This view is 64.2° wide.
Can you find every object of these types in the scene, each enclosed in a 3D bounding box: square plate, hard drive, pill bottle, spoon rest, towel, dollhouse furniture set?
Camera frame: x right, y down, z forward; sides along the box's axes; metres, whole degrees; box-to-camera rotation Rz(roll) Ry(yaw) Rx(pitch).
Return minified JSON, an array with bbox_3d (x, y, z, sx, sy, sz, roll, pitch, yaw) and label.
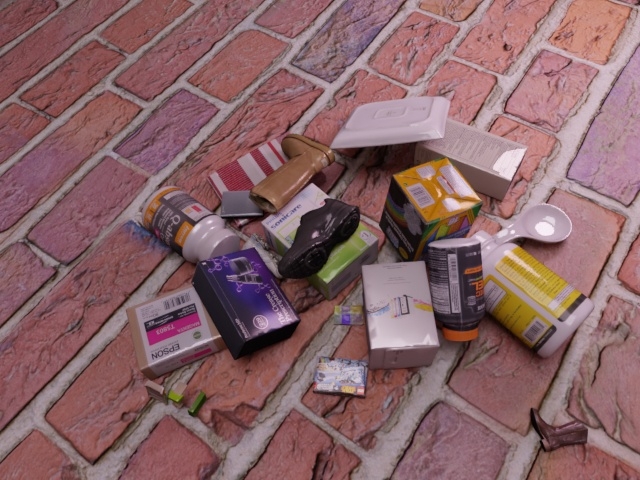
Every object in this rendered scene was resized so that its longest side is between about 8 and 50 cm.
[{"bbox_3d":[0.227,-0.387,1.626,0.344,0.049,0.347,-2,31,20],"label":"square plate"},{"bbox_3d":[-0.244,-0.113,1.605,0.135,0.022,0.094,-2,63,4],"label":"hard drive"},{"bbox_3d":[0.341,0.123,1.274,0.130,0.130,0.245,-6,97,1],"label":"pill bottle"},{"bbox_3d":[-0.384,-0.033,1.519,0.278,0.162,0.162,33,67,22],"label":"pill bottle"},{"bbox_3d":[0.512,0.128,1.334,0.188,0.188,0.334,-38,64,-17],"label":"pill bottle"},{"bbox_3d":[0.600,-0.025,1.480,0.276,0.084,0.137,-23,60,-8],"label":"spoon rest"},{"bbox_3d":[-0.178,-0.203,1.680,0.329,0.037,0.237,-31,64,-12],"label":"towel"},{"bbox_3d":[0.079,0.208,1.424,0.083,0.009,0.060,1,60,5],"label":"towel"},{"bbox_3d":[-0.376,0.393,1.318,0.152,0.076,0.058,21,50,14],"label":"dollhouse furniture set"}]

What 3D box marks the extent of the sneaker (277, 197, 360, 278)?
[{"bbox_3d":[-0.020,-0.008,1.381,0.130,0.109,0.286,31,59,32],"label":"sneaker"}]

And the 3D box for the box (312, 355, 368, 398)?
[{"bbox_3d":[0.053,0.355,1.327,0.137,0.027,0.094,5,58,8],"label":"box"}]

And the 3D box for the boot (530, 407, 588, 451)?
[{"bbox_3d":[0.575,0.443,1.226,0.114,0.037,0.106,-15,72,-1],"label":"boot"}]

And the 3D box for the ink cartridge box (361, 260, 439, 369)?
[{"bbox_3d":[0.200,0.198,1.326,0.168,0.171,0.232,-4,59,2],"label":"ink cartridge box"}]

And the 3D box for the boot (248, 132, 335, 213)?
[{"bbox_3d":[-0.119,-0.212,1.563,0.236,0.089,0.269,22,57,43],"label":"boot"}]

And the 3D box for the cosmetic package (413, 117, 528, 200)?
[{"bbox_3d":[0.470,-0.267,1.619,0.309,0.113,0.160,27,64,18],"label":"cosmetic package"}]

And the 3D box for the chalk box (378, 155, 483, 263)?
[{"bbox_3d":[0.287,-0.052,1.404,0.179,0.289,0.180,-20,60,-16],"label":"chalk box"}]

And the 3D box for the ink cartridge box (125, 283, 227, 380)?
[{"bbox_3d":[-0.390,0.240,1.398,0.235,0.088,0.193,-22,59,-10],"label":"ink cartridge box"}]

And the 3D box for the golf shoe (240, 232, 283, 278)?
[{"bbox_3d":[-0.170,0.063,1.512,0.086,0.069,0.176,-43,60,3],"label":"golf shoe"}]

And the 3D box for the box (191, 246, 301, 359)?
[{"bbox_3d":[-0.203,0.162,1.372,0.184,0.103,0.261,-18,60,-36],"label":"box"}]

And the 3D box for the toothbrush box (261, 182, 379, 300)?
[{"bbox_3d":[0.000,0.000,1.492,0.206,0.122,0.283,-39,62,-18],"label":"toothbrush box"}]
